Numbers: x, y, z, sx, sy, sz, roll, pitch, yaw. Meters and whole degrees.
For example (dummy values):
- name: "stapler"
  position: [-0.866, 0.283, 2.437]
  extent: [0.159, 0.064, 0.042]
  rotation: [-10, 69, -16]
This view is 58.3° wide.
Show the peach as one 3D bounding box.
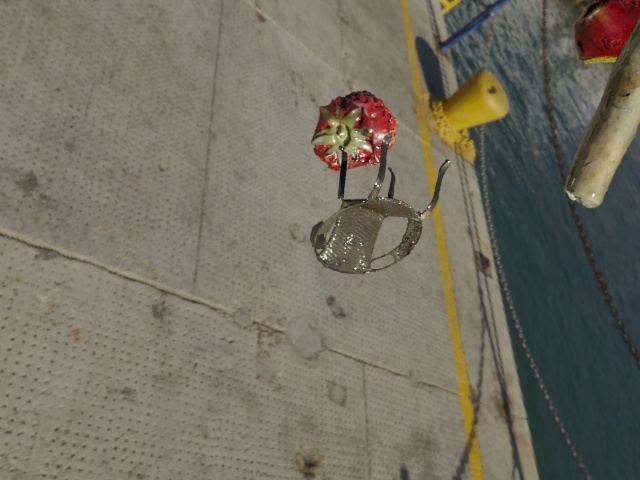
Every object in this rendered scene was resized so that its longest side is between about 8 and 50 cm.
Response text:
- name: "peach"
  position: [0.510, -0.347, 0.959]
  extent: [0.172, 0.127, 0.092]
  rotation: [33, 15, 25]

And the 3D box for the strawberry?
- name: "strawberry"
  position: [0.086, -0.252, 1.302]
  extent: [0.184, 0.186, 0.201]
  rotation: [24, 33, 9]

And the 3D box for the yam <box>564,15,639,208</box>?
- name: "yam"
  position: [0.444, -0.202, 0.841]
  extent: [0.067, 0.317, 0.071]
  rotation: [20, 7, -8]

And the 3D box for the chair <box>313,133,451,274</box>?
- name: "chair"
  position: [0.085, -0.044, 0.909]
  extent: [0.174, 0.149, 0.213]
  rotation: [17, 87, -30]

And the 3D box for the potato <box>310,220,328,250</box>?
- name: "potato"
  position: [-0.001, 0.001, 1.304]
  extent: [0.093, 0.037, 0.036]
  rotation: [-93, 159, -47]
